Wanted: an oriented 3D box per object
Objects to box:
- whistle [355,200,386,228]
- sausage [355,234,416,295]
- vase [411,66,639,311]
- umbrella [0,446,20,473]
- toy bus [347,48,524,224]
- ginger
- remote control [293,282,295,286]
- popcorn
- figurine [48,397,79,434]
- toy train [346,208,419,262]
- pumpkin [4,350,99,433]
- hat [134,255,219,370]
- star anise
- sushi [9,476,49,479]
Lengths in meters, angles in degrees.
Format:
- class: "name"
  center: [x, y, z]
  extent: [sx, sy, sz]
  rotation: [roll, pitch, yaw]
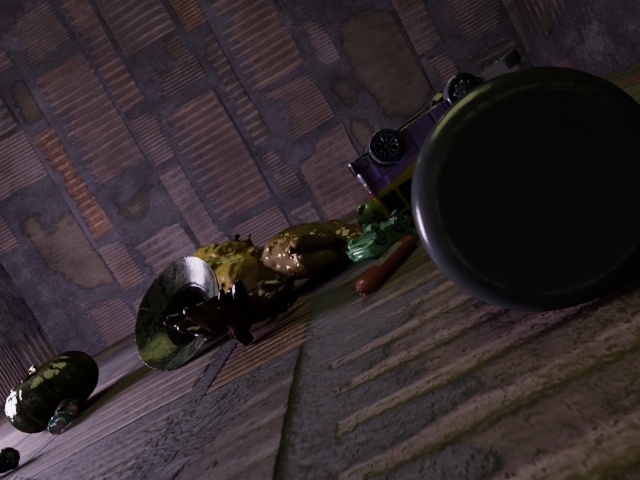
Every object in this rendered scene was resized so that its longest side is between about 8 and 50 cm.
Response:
- class: "whistle"
  center: [0.199, -0.098, 1.258]
  extent: [0.227, 0.105, 0.085]
  rotation: [-28, 34, -20]
- class: "sausage"
  center: [0.114, 0.035, 0.679]
  extent: [0.029, 0.029, 0.223]
  rotation: [-25, 6, 40]
- class: "vase"
  center: [0.174, -0.042, 0.433]
  extent: [0.173, 0.173, 0.321]
  rotation: [-29, -2, 9]
- class: "umbrella"
  center: [-0.667, 0.455, 0.778]
  extent: [0.188, 0.046, 0.050]
  rotation: [-30, -15, 6]
- class: "toy bus"
  center: [0.304, -0.225, 0.993]
  extent: [0.439, 0.249, 0.209]
  rotation: [-35, 4, 8]
- class: "ginger"
  center: [0.017, -0.013, 1.015]
  extent: [0.236, 0.166, 0.375]
  rotation: [-37, 5, 38]
- class: "remote control"
  center: [-0.179, 0.165, 1.089]
  extent: [0.260, 0.029, 0.067]
  rotation: [-25, -1, 29]
- class: "popcorn"
  center: [-0.256, 0.085, 1.168]
  extent: [0.253, 0.192, 0.190]
  rotation: [-19, -7, 8]
- class: "figurine"
  center: [-0.575, 0.396, 0.908]
  extent: [0.060, 0.047, 0.106]
  rotation: [-66, 17, -4]
- class: "toy train"
  center: [0.121, -0.001, 0.783]
  extent: [0.099, 0.081, 0.149]
  rotation: [-24, 13, 49]
- class: "pumpkin"
  center: [-0.679, 0.377, 1.034]
  extent: [0.223, 0.157, 0.224]
  rotation: [-32, 15, 10]
- class: "hat"
  center: [-0.306, 0.178, 0.966]
  extent: [0.265, 0.266, 0.128]
  rotation: [-28, -31, 11]
- class: "star anise"
  center: [-0.139, 0.144, 0.746]
  extent: [0.271, 0.103, 0.272]
  rotation: [-17, -22, -7]
- class: "sushi"
  center: [-0.524, 0.394, 0.512]
  extent: [0.292, 0.059, 0.294]
  rotation: [-25, 6, 41]
